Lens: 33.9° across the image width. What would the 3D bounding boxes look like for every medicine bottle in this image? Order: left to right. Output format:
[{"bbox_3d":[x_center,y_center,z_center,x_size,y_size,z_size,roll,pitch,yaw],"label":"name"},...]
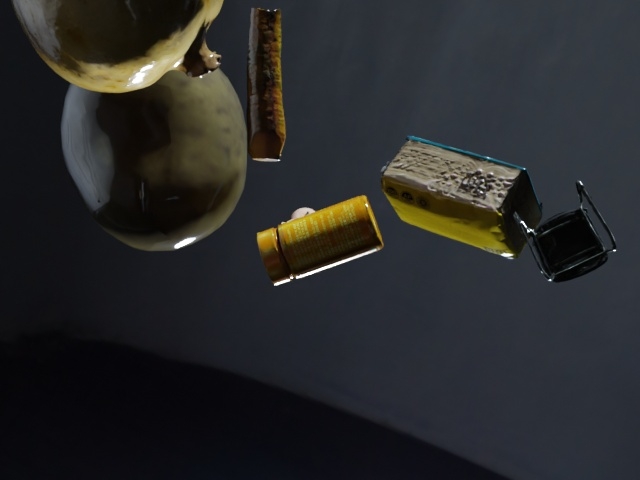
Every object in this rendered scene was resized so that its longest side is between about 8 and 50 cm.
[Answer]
[{"bbox_3d":[0.000,0.000,1.725,0.096,0.192,0.096,-20,90,-84],"label":"medicine bottle"}]

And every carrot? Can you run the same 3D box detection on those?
[{"bbox_3d":[-0.092,-0.263,1.762,0.070,0.070,0.260,11,78,-70],"label":"carrot"}]

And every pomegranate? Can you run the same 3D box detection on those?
[{"bbox_3d":[-0.158,-0.205,0.859,0.196,0.196,0.196,-52,154,-39],"label":"pomegranate"}]

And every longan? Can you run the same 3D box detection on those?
[{"bbox_3d":[-0.306,-0.179,1.936,0.404,0.336,0.404,-11,90,-69],"label":"longan"}]

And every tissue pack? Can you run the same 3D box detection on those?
[{"bbox_3d":[0.276,-0.082,2.064,0.134,0.271,0.192,-59,146,-17],"label":"tissue pack"}]

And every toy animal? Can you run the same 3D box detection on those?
[{"bbox_3d":[-0.040,-0.016,2.061,0.150,0.089,0.083,-45,120,-64],"label":"toy animal"}]

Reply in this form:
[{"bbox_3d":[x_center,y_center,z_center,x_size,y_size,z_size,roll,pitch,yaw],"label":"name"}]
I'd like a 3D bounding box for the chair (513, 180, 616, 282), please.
[{"bbox_3d":[0.462,0.002,1.969,0.140,0.145,0.221,-26,162,9],"label":"chair"}]
